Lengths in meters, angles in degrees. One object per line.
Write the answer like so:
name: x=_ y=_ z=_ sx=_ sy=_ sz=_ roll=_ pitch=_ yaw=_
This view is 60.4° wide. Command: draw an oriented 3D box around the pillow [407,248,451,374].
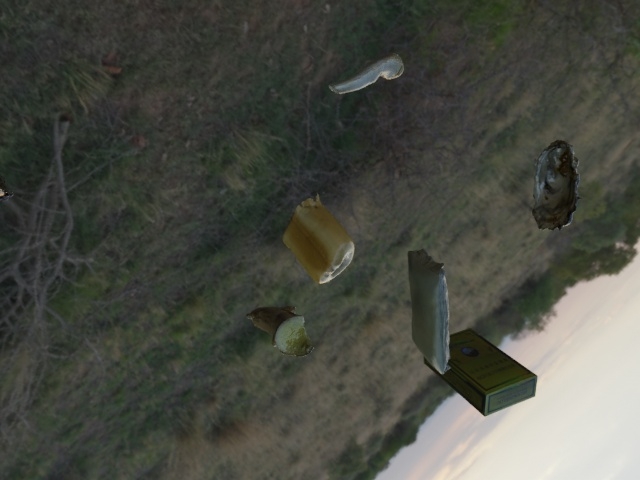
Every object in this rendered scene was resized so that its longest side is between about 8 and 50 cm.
pillow: x=0.183 y=0.115 z=0.932 sx=0.053 sy=0.119 sz=0.208 roll=-10 pitch=113 yaw=-7

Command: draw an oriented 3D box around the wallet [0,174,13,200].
wallet: x=-0.391 y=-0.158 z=0.538 sx=0.039 sy=0.243 sz=0.133 roll=-28 pitch=174 yaw=-12

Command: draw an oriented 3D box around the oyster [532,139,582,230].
oyster: x=0.437 y=-0.105 z=1.010 sx=0.056 sy=0.177 sz=0.105 roll=8 pitch=154 yaw=-16

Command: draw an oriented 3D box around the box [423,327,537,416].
box: x=0.349 y=0.286 z=1.225 sx=0.140 sy=0.220 sz=0.064 roll=-13 pitch=113 yaw=-21

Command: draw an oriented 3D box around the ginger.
ginger: x=-0.051 y=0.113 z=0.736 sx=0.044 sy=0.137 sz=0.058 roll=35 pitch=83 yaw=-29

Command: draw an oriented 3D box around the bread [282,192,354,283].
bread: x=0.001 y=0.000 z=1.174 sx=0.085 sy=0.173 sz=0.134 roll=-9 pitch=141 yaw=-43

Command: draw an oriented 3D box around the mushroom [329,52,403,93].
mushroom: x=0.099 y=-0.353 z=1.187 sx=0.202 sy=0.055 sz=0.059 roll=-32 pitch=-160 yaw=-30
